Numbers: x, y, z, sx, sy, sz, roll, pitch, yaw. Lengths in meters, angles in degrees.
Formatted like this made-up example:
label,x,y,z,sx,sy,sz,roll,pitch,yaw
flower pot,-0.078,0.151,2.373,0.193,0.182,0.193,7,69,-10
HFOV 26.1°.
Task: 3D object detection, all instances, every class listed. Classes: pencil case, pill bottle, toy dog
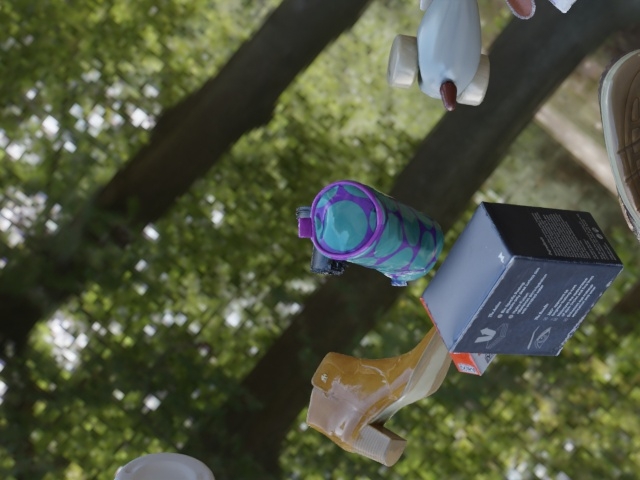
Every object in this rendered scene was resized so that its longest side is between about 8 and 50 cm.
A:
label,x,y,z,sx,sy,sz,roll,pitch,yaw
pencil case,0.044,-0.005,1.100,0.070,0.064,0.151,-4,170,23
pill bottle,-0.230,0.466,2.048,0.152,0.272,0.152,2,-152,-1
toy dog,0.203,-0.327,2.040,0.161,0.220,0.334,-102,3,-55

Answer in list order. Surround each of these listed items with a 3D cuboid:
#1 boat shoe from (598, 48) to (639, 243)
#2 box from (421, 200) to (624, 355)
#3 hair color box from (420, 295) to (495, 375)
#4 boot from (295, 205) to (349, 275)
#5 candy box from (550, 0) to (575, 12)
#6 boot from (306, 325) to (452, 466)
label,x,y,z,sx,sy,sz,roll,pitch,yaw
boat shoe,0.355,-0.067,1.464,0.342,0.123,0.123,55,172,-35
box,0.225,0.045,1.549,0.158,0.156,0.093,4,-137,-30
hair color box,0.195,0.109,1.880,0.043,0.072,0.141,5,134,45
boot,0.000,0.000,2.029,0.045,0.099,0.121,8,176,-37
candy box,0.327,-0.392,1.713,0.070,0.165,0.196,37,-156,-15
boot,0.098,0.234,2.444,0.211,0.295,0.104,27,-179,36
